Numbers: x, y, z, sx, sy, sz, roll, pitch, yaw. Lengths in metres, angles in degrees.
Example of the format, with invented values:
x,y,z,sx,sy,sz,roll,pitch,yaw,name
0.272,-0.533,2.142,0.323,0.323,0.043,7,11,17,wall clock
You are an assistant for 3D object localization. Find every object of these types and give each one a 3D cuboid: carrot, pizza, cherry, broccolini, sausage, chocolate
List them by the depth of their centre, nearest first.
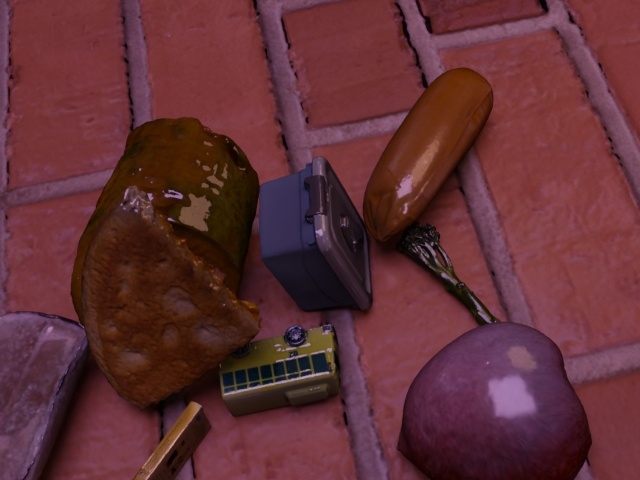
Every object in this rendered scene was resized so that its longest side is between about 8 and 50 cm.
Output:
x,y,z,sx,sy,sz,roll,pitch,yaw,name
0.218,0.225,1.182,0.239,0.206,0.239,1,67,-3,cherry
-0.248,0.084,1.241,0.257,0.268,0.087,-33,21,22,pizza
-0.441,0.250,1.293,0.185,0.100,0.303,9,59,17,chocolate
-0.224,-0.010,1.359,0.241,0.241,0.341,5,56,9,carrot
0.205,0.056,1.397,0.216,0.058,0.067,46,109,21,broccolini
0.165,-0.139,1.454,0.134,0.116,0.354,-8,38,45,sausage

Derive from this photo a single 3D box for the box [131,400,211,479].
x,y,z,sx,sy,sz,roll,pitch,yaw,name
-0.206,0.296,1.255,0.020,0.073,0.149,26,62,22,box

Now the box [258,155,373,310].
x,y,z,sx,sy,sz,roll,pitch,yaw,name
0.000,0.000,1.348,0.130,0.227,0.162,-13,56,16,box

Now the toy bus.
x,y,z,sx,sy,sz,roll,pitch,yaw,name
-0.056,0.186,1.306,0.174,0.088,0.101,-12,58,1,toy bus
